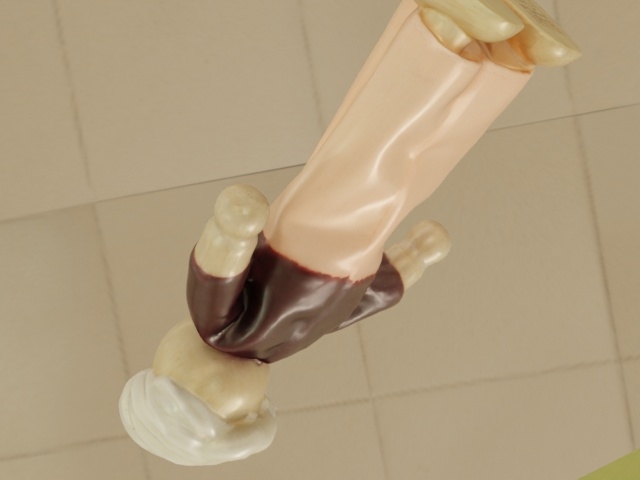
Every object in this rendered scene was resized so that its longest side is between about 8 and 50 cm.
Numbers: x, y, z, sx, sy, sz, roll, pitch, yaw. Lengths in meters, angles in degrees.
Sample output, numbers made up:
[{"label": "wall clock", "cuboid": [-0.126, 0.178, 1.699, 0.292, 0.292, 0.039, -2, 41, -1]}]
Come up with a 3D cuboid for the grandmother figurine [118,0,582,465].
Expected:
[{"label": "grandmother figurine", "cuboid": [0.000, 0.000, 0.712, 0.342, 0.208, 0.104, -52, 48, 22]}]

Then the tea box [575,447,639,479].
[{"label": "tea box", "cuboid": [0.186, 0.204, 0.299, 0.323, 0.220, 0.329, -22, 89, -17]}]
